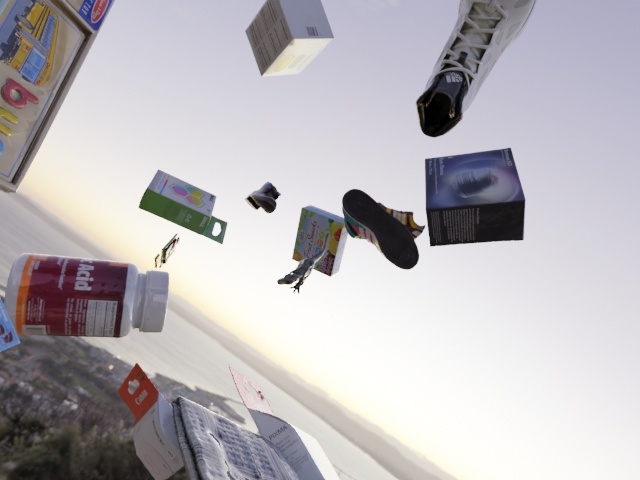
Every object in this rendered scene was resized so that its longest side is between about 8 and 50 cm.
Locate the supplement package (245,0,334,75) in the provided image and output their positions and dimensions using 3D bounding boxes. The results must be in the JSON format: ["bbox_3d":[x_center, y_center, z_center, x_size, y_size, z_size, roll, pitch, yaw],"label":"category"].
[{"bbox_3d":[-0.123,-0.792,1.653,0.262,0.199,0.198,-20,-90,54],"label":"supplement package"}]

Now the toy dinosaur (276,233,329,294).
[{"bbox_3d":[-0.049,0.086,1.289,0.064,0.268,0.118,36,-49,6],"label":"toy dinosaur"}]

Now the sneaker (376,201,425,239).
[{"bbox_3d":[0.270,-0.081,1.461,0.185,0.084,0.069,43,11,6],"label":"sneaker"}]

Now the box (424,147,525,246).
[{"bbox_3d":[0.506,-0.149,1.444,0.294,0.296,0.183,-4,-47,16],"label":"box"}]

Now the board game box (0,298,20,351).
[{"bbox_3d":[-0.523,0.065,0.611,0.160,0.039,0.211,-15,-81,31],"label":"board game box"}]

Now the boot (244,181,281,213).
[{"bbox_3d":[-0.179,-0.156,1.453,0.082,0.106,0.219,49,-16,-27],"label":"boot"}]

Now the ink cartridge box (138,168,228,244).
[{"bbox_3d":[-0.312,-0.081,1.030,0.209,0.062,0.109,26,26,-20],"label":"ink cartridge box"}]

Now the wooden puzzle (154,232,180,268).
[{"bbox_3d":[-0.369,0.026,1.046,0.014,0.116,0.078,25,-46,-3],"label":"wooden puzzle"}]

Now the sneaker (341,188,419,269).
[{"bbox_3d":[0.173,-0.023,1.332,0.295,0.124,0.178,48,-4,5],"label":"sneaker"}]

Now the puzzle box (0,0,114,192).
[{"bbox_3d":[-0.478,-0.307,0.611,0.052,0.409,0.272,8,-18,21],"label":"puzzle box"}]

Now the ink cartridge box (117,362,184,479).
[{"bbox_3d":[-0.383,0.412,0.957,0.232,0.066,0.189,46,-52,4],"label":"ink cartridge box"}]

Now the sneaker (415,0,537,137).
[{"bbox_3d":[0.350,-0.421,0.962,0.169,0.257,0.447,23,-44,4],"label":"sneaker"}]

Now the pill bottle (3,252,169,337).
[{"bbox_3d":[-0.655,0.165,1.244,0.392,0.224,0.224,7,-5,-24],"label":"pill bottle"}]

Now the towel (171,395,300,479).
[{"bbox_3d":[-0.134,0.443,0.824,0.312,0.056,0.324,44,-8,-28],"label":"towel"}]

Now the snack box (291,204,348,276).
[{"bbox_3d":[0.000,0.000,1.525,0.174,0.207,0.070,24,23,25],"label":"snack box"}]

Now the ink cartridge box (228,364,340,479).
[{"bbox_3d":[-0.094,0.522,1.200,0.385,0.091,0.308,53,-9,30],"label":"ink cartridge box"}]
